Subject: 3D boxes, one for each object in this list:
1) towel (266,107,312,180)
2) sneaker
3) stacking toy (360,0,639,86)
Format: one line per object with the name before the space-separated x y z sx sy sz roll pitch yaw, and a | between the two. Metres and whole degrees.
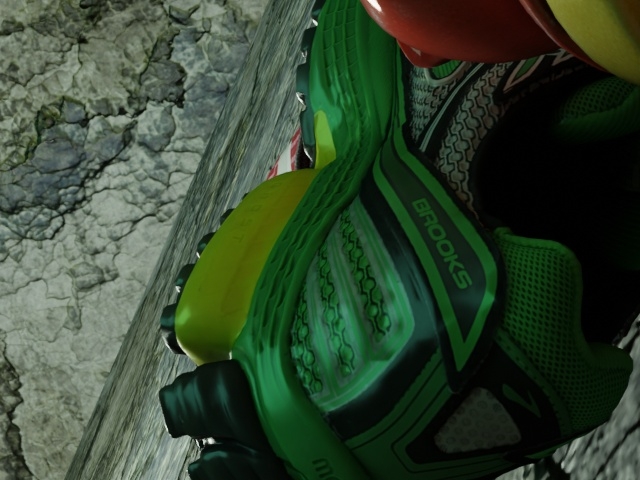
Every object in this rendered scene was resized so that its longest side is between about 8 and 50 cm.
towel | -0.027 0.048 0.952 0.329 0.037 0.237 131 148 -77
sneaker | 0.073 -0.027 0.600 0.146 0.134 0.343 -18 30 28
stacking toy | 0.018 -0.201 0.412 0.130 0.279 0.309 4 83 51
